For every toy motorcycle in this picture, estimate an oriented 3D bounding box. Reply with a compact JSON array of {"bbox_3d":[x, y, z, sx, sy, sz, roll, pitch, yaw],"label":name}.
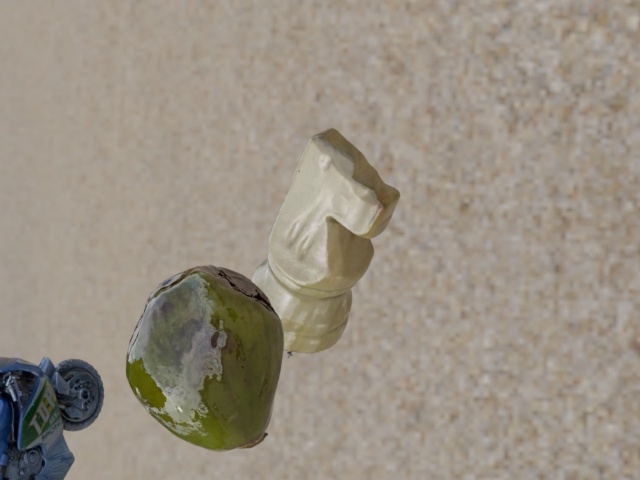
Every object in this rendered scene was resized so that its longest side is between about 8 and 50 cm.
[{"bbox_3d":[-0.284,0.192,1.388,0.092,0.135,0.254,-5,46,43],"label":"toy motorcycle"}]

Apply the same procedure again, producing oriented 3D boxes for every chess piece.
[{"bbox_3d":[0.000,0.000,1.861,0.300,0.137,0.137,110,156,-47],"label":"chess piece"}]

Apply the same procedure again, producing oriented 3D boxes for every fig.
[{"bbox_3d":[-0.099,0.106,1.383,0.154,0.144,0.165,-16,81,31],"label":"fig"}]
